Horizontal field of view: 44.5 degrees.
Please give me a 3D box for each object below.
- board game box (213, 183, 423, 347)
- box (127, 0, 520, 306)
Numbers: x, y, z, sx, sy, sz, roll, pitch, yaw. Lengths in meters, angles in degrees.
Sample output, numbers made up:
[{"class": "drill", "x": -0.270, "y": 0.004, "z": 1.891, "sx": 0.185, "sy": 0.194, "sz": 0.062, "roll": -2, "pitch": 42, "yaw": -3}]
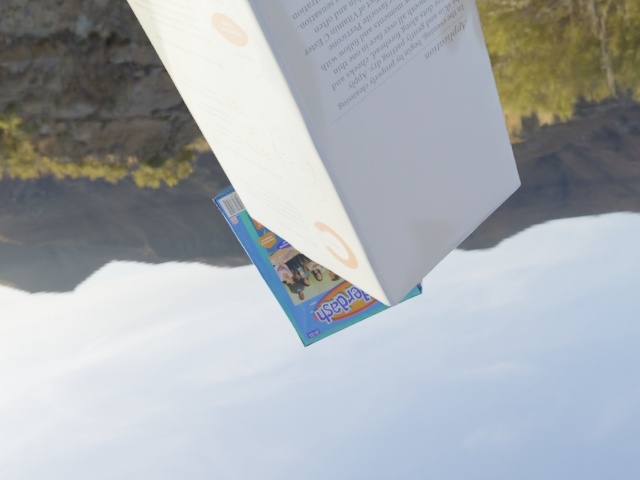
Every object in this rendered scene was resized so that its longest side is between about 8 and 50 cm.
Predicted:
[{"class": "board game box", "x": 0.000, "y": 0.000, "z": 0.904, "sx": 0.160, "sy": 0.210, "sz": 0.047, "roll": -26, "pitch": -167, "yaw": 16}, {"class": "box", "x": -0.006, "y": -0.150, "z": 0.612, "sx": 0.168, "sy": 0.345, "sz": 0.215, "roll": -41, "pitch": -137, "yaw": -16}]
